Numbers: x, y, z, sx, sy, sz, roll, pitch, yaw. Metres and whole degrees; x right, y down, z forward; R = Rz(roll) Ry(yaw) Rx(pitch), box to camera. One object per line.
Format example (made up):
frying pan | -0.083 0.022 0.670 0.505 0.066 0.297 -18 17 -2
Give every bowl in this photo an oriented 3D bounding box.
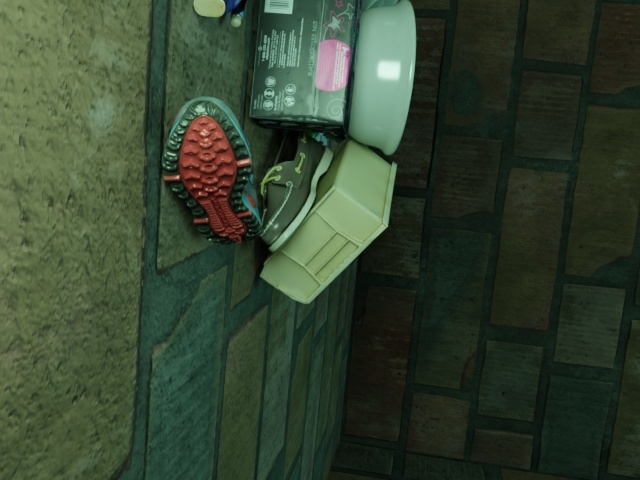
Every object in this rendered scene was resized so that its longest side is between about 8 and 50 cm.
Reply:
bowl | 0.086 -0.319 1.297 0.298 0.134 0.298 -176 -90 -84

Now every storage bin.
storage bin | 0.015 -0.044 1.334 0.260 0.123 0.262 -47 -166 30

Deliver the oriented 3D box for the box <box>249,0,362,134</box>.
box | -0.022 -0.314 1.136 0.142 0.163 0.247 -3 99 -84

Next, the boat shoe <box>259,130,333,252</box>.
boat shoe | -0.062 -0.104 1.257 0.116 0.096 0.324 -38 -161 37

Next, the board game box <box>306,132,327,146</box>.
board game box | -0.004 -0.188 1.737 0.390 0.050 0.390 -72 166 -52

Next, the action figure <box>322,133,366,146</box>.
action figure | 0.043 -0.265 1.536 0.232 0.063 0.137 50 29 -15

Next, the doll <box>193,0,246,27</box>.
doll | -0.114 -0.346 0.885 0.189 0.046 0.129 -68 170 -63

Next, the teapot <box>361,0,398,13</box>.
teapot | 0.041 -0.528 1.374 0.252 0.187 0.256 -42 172 -26

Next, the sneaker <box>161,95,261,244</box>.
sneaker | -0.137 -0.102 0.846 0.262 0.104 0.125 90 -7 -60
